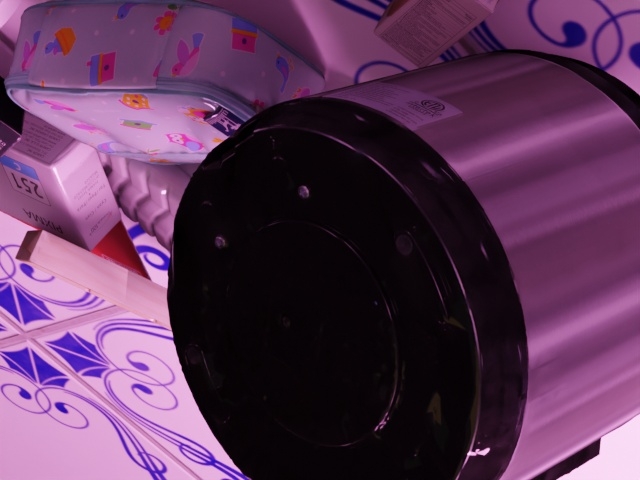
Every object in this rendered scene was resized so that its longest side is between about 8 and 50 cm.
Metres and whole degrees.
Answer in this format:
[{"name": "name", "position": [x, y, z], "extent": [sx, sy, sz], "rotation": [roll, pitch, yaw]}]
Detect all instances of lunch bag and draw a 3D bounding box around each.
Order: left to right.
[{"name": "lunch bag", "position": [-0.143, -0.143, 1.571], "extent": [0.279, 0.108, 0.224], "rotation": [6, 163, 32]}]

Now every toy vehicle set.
[{"name": "toy vehicle set", "position": [-0.201, 0.061, 1.789], "extent": [0.266, 0.035, 0.166], "rotation": [26, 173, -15]}]

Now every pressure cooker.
[{"name": "pressure cooker", "position": [0.131, 0.026, 1.393], "extent": [0.370, 0.420, 0.375], "rotation": [57, 133, 12]}]

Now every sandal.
[{"name": "sandal", "position": [-0.108, -0.031, 1.751], "extent": [0.416, 0.102, 0.169], "rotation": [39, 156, 6]}]

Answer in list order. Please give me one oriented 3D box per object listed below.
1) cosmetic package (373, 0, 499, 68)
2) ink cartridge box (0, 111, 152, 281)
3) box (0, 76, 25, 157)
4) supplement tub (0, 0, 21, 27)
[{"name": "cosmetic package", "position": [0.104, -0.203, 1.424], "extent": [0.060, 0.041, 0.115], "rotation": [37, 145, -14]}, {"name": "ink cartridge box", "position": [-0.347, -0.060, 1.847], "extent": [0.296, 0.066, 0.261], "rotation": [23, 149, 31]}, {"name": "box", "position": [-0.453, -0.141, 1.628], "extent": [0.261, 0.103, 0.184], "rotation": [39, 109, -24]}, {"name": "supplement tub", "position": [-0.399, -0.299, 1.446], "extent": [0.191, 0.191, 0.272], "rotation": [3, 160, 32]}]
